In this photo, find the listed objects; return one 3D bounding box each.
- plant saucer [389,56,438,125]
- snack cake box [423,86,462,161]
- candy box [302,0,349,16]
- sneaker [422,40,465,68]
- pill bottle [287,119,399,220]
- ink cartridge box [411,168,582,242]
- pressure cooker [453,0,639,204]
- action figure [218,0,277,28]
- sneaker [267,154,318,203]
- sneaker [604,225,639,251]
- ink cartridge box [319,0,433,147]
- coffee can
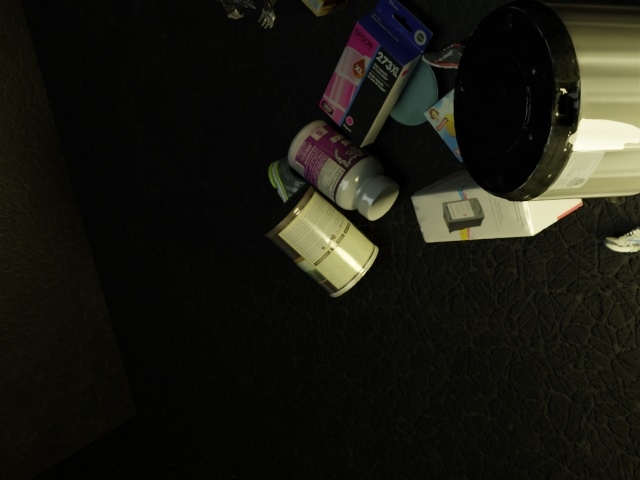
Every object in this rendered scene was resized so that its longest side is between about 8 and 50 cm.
[{"bbox_3d":[0.226,-0.388,1.927,0.195,0.037,0.194,25,128,37],"label":"plant saucer"},{"bbox_3d":[0.371,-0.306,1.736,0.152,0.089,0.264,50,149,-2],"label":"snack cake box"},{"bbox_3d":[-0.022,-0.667,1.978,0.186,0.109,0.053,48,139,16],"label":"candy box"},{"bbox_3d":[0.315,-0.437,1.796,0.158,0.061,0.064,15,113,30],"label":"sneaker"},{"bbox_3d":[0.067,-0.190,2.112,0.301,0.169,0.169,40,136,24],"label":"pill bottle"},{"bbox_3d":[0.403,-0.094,1.759,0.306,0.226,0.131,-6,106,50],"label":"ink cartridge box"},{"bbox_3d":[0.505,-0.252,1.431,0.370,0.421,0.375,177,89,-72],"label":"pressure cooker"},{"bbox_3d":[-0.177,-0.639,2.030,0.164,0.276,0.141,35,138,28],"label":"action figure"},{"bbox_3d":[-0.047,-0.131,2.322,0.121,0.111,0.300,-35,87,47],"label":"sneaker"},{"bbox_3d":[0.683,-0.006,1.653,0.135,0.052,0.058,3,104,38],"label":"sneaker"},{"bbox_3d":[0.131,-0.425,1.935,0.175,0.069,0.371,48,137,17],"label":"ink cartridge box"},{"bbox_3d":[0.000,0.000,2.199,0.275,0.201,0.201,43,142,-12],"label":"coffee can"}]
